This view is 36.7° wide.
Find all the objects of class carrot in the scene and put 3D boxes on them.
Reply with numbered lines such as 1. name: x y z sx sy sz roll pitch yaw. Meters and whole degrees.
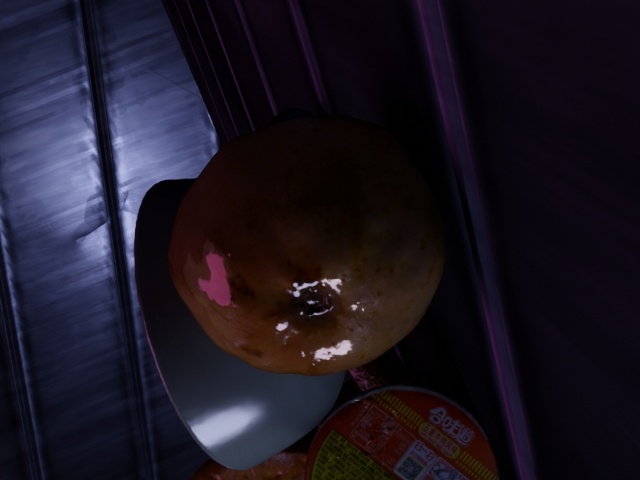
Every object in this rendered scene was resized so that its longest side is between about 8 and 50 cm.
1. carrot: 0.049 0.137 1.218 0.228 0.069 0.069 51 168 25

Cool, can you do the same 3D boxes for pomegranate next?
1. pomegranate: -0.009 0.000 0.714 0.207 0.207 0.207 156 90 -84

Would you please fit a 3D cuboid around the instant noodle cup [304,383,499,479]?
1. instant noodle cup: 0.080 0.234 1.011 0.212 0.193 0.193 41 -154 -86

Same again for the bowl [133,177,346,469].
1. bowl: -0.044 0.059 0.914 0.289 0.146 0.289 -18 -90 -77

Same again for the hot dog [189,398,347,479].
1. hot dog: 0.028 0.324 1.238 0.185 0.405 0.223 8 -83 -72

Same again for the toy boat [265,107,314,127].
1. toy boat: 0.000 0.000 1.088 0.092 0.134 0.298 23 148 37

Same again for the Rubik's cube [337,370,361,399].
1. Rubik's cube: 0.039 0.283 1.455 0.183 0.180 0.167 65 175 -6
